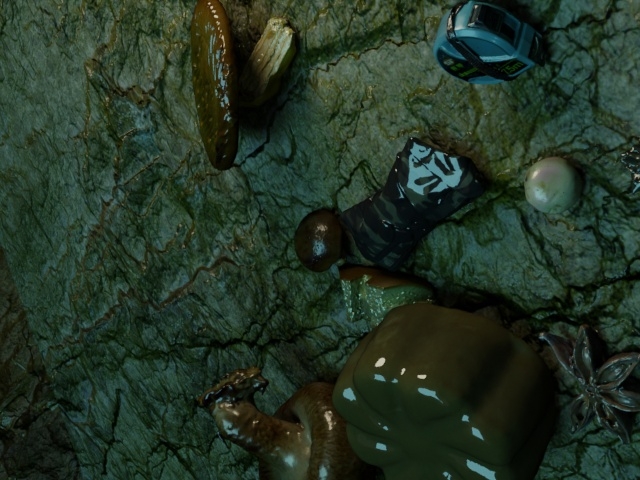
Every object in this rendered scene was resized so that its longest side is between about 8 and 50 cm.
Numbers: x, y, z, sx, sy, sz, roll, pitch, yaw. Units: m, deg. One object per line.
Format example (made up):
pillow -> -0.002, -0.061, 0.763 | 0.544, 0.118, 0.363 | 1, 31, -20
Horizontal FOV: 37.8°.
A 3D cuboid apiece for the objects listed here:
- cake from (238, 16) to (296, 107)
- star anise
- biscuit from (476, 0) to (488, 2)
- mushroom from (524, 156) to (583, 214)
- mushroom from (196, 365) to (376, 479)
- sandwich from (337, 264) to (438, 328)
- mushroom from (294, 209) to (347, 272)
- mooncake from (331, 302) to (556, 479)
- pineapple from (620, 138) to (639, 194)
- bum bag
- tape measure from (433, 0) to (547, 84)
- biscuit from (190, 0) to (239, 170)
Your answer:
cake -> -0.083, -0.311, 1.692 | 0.079, 0.116, 0.185 | 35, 107, 21
star anise -> 0.445, 0.222, 1.453 | 0.171, 0.063, 0.208 | -11, 103, 47
biscuit -> 0.155, -0.447, 1.284 | 0.281, 0.084, 0.179 | 60, 148, 1
mushroom -> 0.336, -0.080, 1.353 | 0.083, 0.067, 0.084 | 2, 97, 16
mushroom -> -0.050, 0.441, 1.964 | 0.331, 0.356, 0.334 | -28, 52, 31
sandwich -> 0.102, 0.104, 1.732 | 0.244, 0.088, 0.090 | 12, 121, 44
mushroom -> 0.000, 0.000, 1.795 | 0.127, 0.087, 0.127 | 4, 95, 54
mooncake -> 0.204, 0.299, 1.601 | 0.378, 0.201, 0.378 | 20, 135, 21
pineapple -> 0.475, -0.115, 1.149 | 0.125, 0.125, 0.251 | 61, 154, -4
bum bag -> 0.141, -0.057, 1.570 | 0.144, 0.095, 0.340 | 40, 144, -2
tape measure -> 0.224, -0.270, 1.302 | 0.146, 0.081, 0.125 | 27, 159, -24
biscuit -> -0.197, -0.286, 1.712 | 0.318, 0.040, 0.318 | 174, 90, -74
